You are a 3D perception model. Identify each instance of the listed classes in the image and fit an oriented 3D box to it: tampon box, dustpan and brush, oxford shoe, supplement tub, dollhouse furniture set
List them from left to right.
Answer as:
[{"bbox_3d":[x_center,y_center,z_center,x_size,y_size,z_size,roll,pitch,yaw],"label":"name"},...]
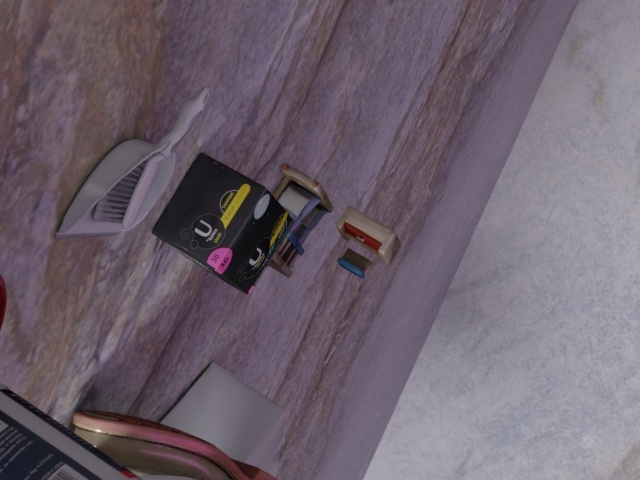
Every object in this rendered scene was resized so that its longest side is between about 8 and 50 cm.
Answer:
[{"bbox_3d":[-0.307,0.252,1.245,0.191,0.272,0.191,-52,162,-24],"label":"supplement tub"},{"bbox_3d":[-0.187,-0.082,1.407,0.211,0.060,0.147,-63,164,11],"label":"dustpan and brush"},{"bbox_3d":[-0.191,0.337,1.751,0.397,0.140,0.147,36,71,-42],"label":"oxford shoe"},{"bbox_3d":[-0.119,-0.018,1.647,0.120,0.101,0.161,-59,164,-5],"label":"tampon box"},{"bbox_3d":[0.000,0.000,1.890,0.129,0.183,0.129,-58,164,-7],"label":"dollhouse furniture set"}]

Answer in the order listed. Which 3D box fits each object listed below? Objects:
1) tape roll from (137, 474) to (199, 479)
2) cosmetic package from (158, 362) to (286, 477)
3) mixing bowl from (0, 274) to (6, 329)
[{"bbox_3d":[-0.271,0.449,1.683,0.392,0.072,0.392,-15,138,-14],"label":"tape roll"},{"bbox_3d":[-0.220,0.402,1.994,0.385,0.156,0.217,-50,161,-35],"label":"cosmetic package"},{"bbox_3d":[-0.360,0.075,1.094,0.181,0.098,0.181,-52,162,-24],"label":"mixing bowl"}]
